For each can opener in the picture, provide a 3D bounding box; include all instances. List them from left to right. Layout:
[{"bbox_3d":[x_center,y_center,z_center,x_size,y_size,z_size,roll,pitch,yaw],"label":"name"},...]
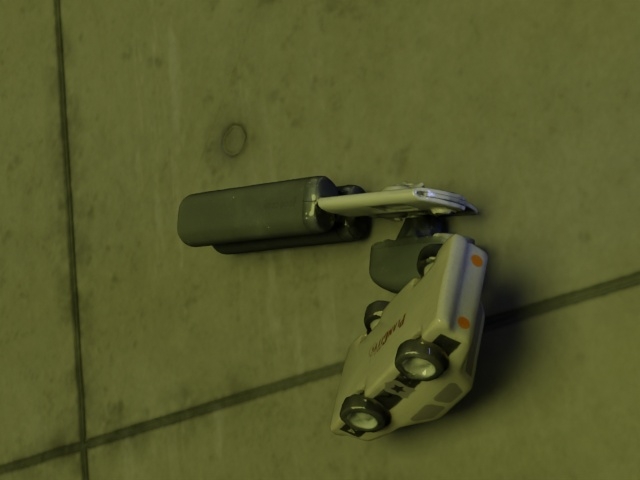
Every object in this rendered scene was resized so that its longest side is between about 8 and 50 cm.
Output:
[{"bbox_3d":[0.000,0.000,1.259,0.283,0.076,0.095,-6,76,42],"label":"can opener"}]

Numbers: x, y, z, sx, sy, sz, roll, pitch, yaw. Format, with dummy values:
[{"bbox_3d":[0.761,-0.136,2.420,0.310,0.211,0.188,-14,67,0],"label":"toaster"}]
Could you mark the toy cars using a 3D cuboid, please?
[{"bbox_3d":[0.036,0.173,1.174,0.393,0.087,0.176,-63,12,12],"label":"toy cars"}]
